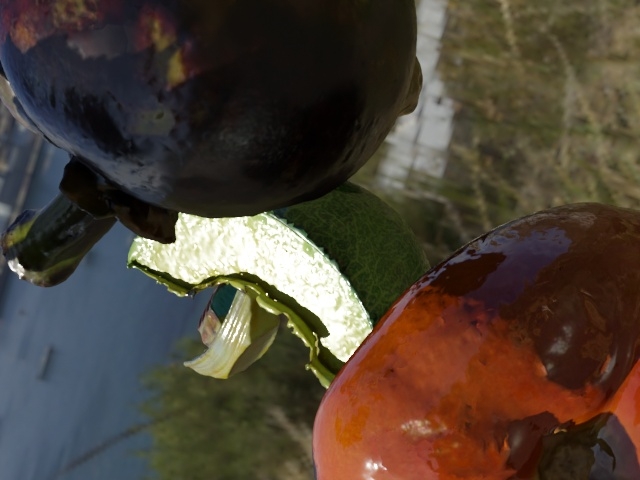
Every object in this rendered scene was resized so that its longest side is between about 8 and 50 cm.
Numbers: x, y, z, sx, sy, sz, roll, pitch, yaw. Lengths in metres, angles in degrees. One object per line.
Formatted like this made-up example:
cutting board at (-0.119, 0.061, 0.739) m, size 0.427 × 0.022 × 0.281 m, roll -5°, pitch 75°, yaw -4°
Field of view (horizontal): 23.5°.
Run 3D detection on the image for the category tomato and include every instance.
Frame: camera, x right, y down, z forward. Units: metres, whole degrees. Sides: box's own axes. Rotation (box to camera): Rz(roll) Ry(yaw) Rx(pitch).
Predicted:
tomato at (0.127, 0.111, 0.810) m, size 0.180 × 0.260 × 0.259 m, roll -32°, pitch -41°, yaw -88°

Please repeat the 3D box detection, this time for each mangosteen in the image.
mangosteen at (-0.079, -0.085, 0.852) m, size 0.231 × 0.231 × 0.289 m, roll -99°, pitch 32°, yaw -57°

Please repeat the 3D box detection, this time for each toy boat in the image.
toy boat at (-0.082, 0.081, 1.392) m, size 0.065 × 0.066 × 0.172 m, roll -33°, pitch -13°, yaw -33°

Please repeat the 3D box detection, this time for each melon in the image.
melon at (0.000, 0.000, 1.209) m, size 0.169 × 0.265 × 0.129 m, roll -34°, pitch -36°, yaw -47°

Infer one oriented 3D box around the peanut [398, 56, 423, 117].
peanut at (0.004, -0.146, 1.285) m, size 0.095 × 0.226 × 0.108 m, roll -41°, pitch 59°, yaw 33°
